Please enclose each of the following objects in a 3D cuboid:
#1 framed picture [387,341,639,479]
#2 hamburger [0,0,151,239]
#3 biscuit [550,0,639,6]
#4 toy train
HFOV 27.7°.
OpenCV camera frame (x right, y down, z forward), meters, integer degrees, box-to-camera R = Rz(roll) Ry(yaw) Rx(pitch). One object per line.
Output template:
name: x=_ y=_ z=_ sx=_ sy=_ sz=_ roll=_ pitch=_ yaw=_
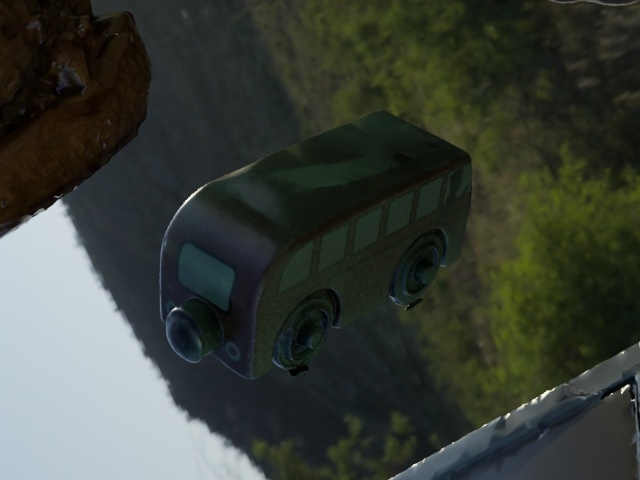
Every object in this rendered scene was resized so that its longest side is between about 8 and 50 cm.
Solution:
framed picture: x=0.060 y=0.188 z=0.486 sx=0.016 sy=0.216 sz=0.273 roll=29 pitch=-134 yaw=-24
hamburger: x=-0.215 y=-0.109 z=0.626 sx=0.211 sy=0.245 sz=0.260 roll=52 pitch=-144 yaw=-28
biscuit: x=0.232 y=-0.361 z=1.106 sx=0.351 sy=0.312 sz=0.057 roll=32 pitch=-154 yaw=15
toy train: x=0.000 y=0.000 z=1.117 sx=0.129 sy=0.326 sz=0.159 roll=29 pitch=129 yaw=33
